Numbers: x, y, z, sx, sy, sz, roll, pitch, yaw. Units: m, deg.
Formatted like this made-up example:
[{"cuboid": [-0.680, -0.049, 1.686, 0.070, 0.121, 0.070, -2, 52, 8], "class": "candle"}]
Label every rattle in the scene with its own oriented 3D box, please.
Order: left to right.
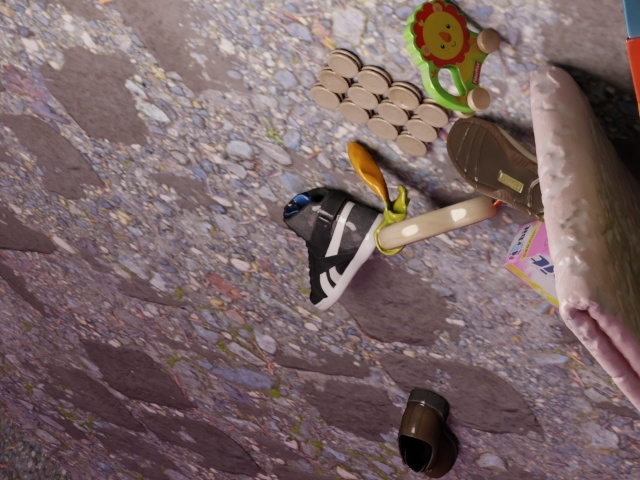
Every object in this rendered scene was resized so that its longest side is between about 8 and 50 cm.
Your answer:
[{"cuboid": [0.144, -0.066, 1.706, 0.200, 0.143, 0.130, -21, 160, 38], "class": "rattle"}]

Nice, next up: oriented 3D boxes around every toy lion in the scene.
[{"cuboid": [0.121, -0.178, 1.456, 0.096, 0.100, 0.034, 18, 161, -25], "class": "toy lion"}]

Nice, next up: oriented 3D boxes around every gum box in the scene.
[{"cuboid": [0.313, 0.048, 1.709, 0.188, 0.062, 0.107, 37, 153, -16], "class": "gum box"}]

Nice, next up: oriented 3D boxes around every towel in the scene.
[{"cuboid": [0.298, 0.034, 1.429, 0.053, 0.332, 0.317, -28, 125, 23], "class": "towel"}]

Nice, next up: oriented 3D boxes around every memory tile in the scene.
[{"cuboid": [0.064, -0.149, 1.652, 0.148, 0.012, 0.113, 29, 153, -1], "class": "memory tile"}]

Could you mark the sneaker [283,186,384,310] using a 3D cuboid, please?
[{"cuboid": [0.000, 0.000, 1.918, 0.121, 0.079, 0.217, 32, 145, -1], "class": "sneaker"}]

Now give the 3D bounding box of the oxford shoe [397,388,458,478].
[{"cuboid": [0.152, 0.315, 2.303, 0.083, 0.096, 0.227, 14, 152, 22], "class": "oxford shoe"}]

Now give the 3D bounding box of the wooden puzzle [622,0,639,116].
[{"cuboid": [0.259, -0.172, 1.204, 0.044, 0.221, 0.238, -5, 144, 10], "class": "wooden puzzle"}]

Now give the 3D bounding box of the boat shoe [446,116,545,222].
[{"cuboid": [0.206, -0.067, 1.566, 0.072, 0.068, 0.190, 8, -154, -40], "class": "boat shoe"}]
